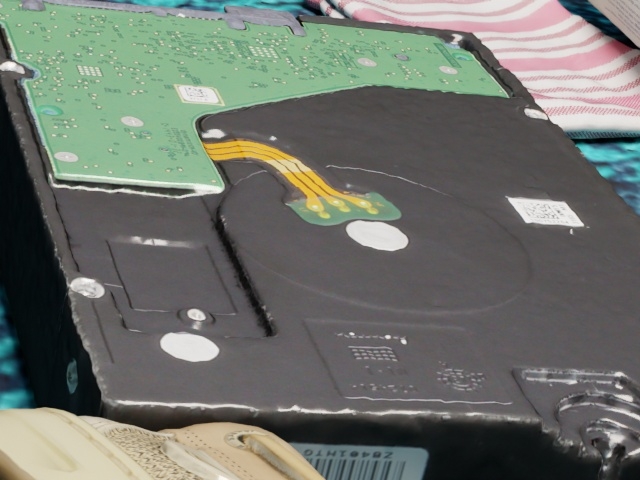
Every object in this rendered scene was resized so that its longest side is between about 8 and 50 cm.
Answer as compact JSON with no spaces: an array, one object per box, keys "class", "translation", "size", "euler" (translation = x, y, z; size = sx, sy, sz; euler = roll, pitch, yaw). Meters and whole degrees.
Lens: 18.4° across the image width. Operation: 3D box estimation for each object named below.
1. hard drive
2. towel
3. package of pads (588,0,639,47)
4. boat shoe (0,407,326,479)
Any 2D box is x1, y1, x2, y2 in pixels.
[{"class":"hard drive","translation":[0.000,0.000,0.727],"size":[0.237,0.064,0.339],"euler":[4,27,-20]},{"class":"towel","translation":[0.098,-0.104,1.037],"size":[0.144,0.029,0.197],"euler":[-6,31,-34]},{"class":"package of pads","translation":[0.298,-0.117,1.060],"size":[0.296,0.101,0.229],"euler":[9,24,-22]},{"class":"boat shoe","translation":[0.024,0.126,0.401],"size":[0.110,0.121,0.341],"euler":[-5,29,-33]}]
